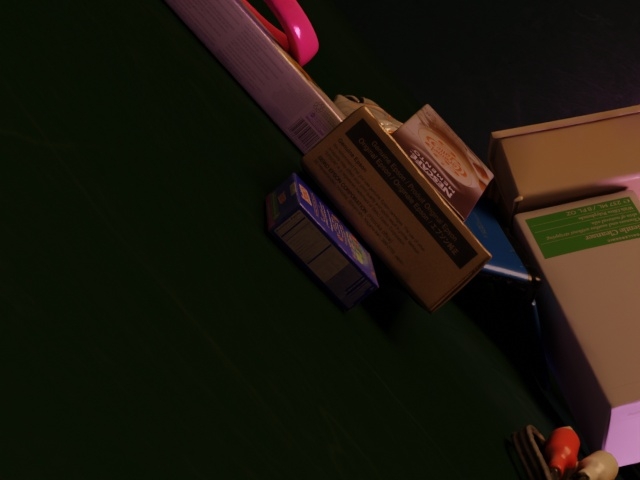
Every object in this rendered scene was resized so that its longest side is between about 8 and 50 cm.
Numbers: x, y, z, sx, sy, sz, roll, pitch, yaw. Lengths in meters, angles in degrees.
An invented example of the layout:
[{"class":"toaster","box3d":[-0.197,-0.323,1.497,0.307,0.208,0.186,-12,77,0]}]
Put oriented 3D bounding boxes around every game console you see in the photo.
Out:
[{"class":"game console","box3d":[0.212,0.056,1.634,0.250,0.173,0.293,14,21,-12]}]

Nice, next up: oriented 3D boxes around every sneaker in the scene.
[{"class":"sneaker","box3d":[0.081,-0.166,1.685,0.121,0.099,0.262,48,10,15]}]

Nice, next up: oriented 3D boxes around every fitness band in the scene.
[{"class":"fitness band","box3d":[-0.113,-0.329,1.384,0.291,0.054,0.209,46,-16,0]}]

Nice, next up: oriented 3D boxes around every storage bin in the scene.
[{"class":"storage bin","box3d":[0.398,-0.072,1.765,0.260,0.262,0.123,86,-8,-61]}]

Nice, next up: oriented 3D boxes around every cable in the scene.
[{"class":"cable","box3d":[0.236,0.234,1.069,0.139,0.072,0.287,46,12,12]}]

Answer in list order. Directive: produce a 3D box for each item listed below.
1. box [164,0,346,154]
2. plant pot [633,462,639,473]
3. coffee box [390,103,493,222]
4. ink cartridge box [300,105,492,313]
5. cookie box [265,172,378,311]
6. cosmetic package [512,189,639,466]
[{"class":"box","box3d":[-0.095,-0.237,1.334,0.324,0.067,0.063,46,11,-10]},{"class":"plant pot","box3d":[0.533,0.243,1.733,0.276,0.276,0.254,37,6,-45]},{"class":"coffee box","box3d":[0.127,-0.074,1.440,0.141,0.098,0.246,46,23,-1]},{"class":"ink cartridge box","box3d":[0.071,-0.032,1.162,0.193,0.088,0.235,49,0,-2]},{"class":"cookie box","box3d":[0.000,0.000,1.011,0.107,0.040,0.092,47,11,-18]},{"class":"cosmetic package","box3d":[0.415,0.117,1.571,0.366,0.196,0.155,-109,-171,-45]}]
